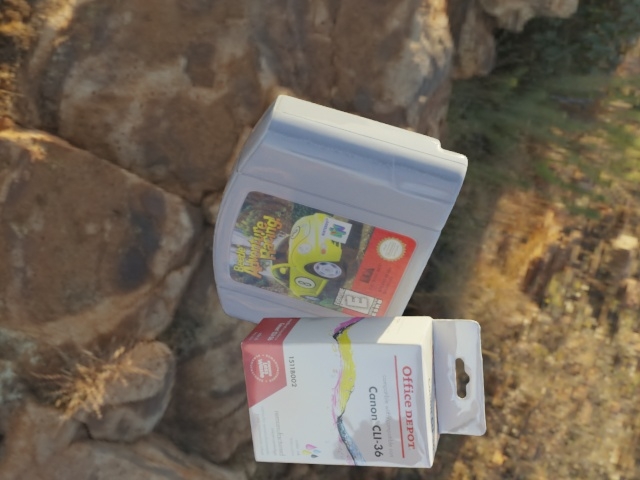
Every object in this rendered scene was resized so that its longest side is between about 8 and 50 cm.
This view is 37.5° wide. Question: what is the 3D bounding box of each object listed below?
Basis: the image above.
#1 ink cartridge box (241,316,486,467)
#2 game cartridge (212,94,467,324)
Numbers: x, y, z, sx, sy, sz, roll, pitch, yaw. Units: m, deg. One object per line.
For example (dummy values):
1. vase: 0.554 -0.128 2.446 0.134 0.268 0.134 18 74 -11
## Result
1. ink cartridge box: 0.039 0.130 0.817 0.067 0.198 0.115 -47 133 -69
2. game cartridge: 0.000 0.000 0.878 0.294 0.196 0.060 107 3 -51
